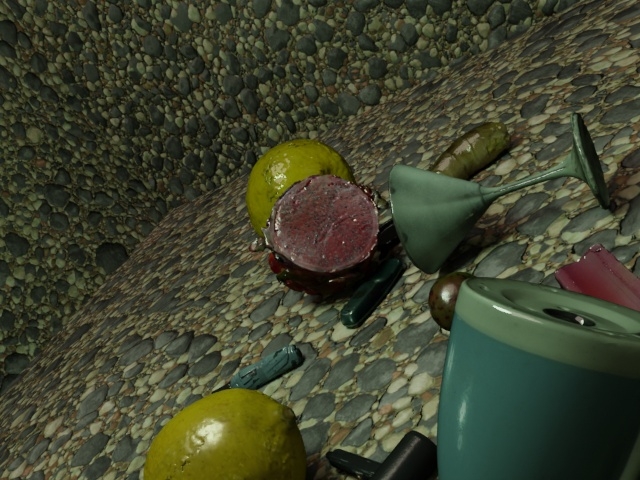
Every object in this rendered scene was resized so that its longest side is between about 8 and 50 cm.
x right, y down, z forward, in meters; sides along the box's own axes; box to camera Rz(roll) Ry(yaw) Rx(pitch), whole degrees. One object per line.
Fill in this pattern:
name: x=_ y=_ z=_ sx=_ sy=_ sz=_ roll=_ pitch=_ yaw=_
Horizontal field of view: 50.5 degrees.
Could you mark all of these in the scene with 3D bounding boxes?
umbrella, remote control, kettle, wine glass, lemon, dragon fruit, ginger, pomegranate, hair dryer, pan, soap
umbrella: x=-0.153 y=0.317 z=1.596 sx=0.250 sy=0.053 sz=0.052 roll=-29 pitch=21 yaw=14
remote control: x=0.122 y=0.121 z=1.616 sx=0.072 sy=0.042 sz=0.222 roll=-6 pitch=35 yaw=50
kettle: x=0.270 y=0.246 z=0.755 sx=0.247 sy=0.342 sz=0.319 roll=5 pitch=10 yaw=-39
wine glass: x=0.379 y=-0.101 z=1.444 sx=0.406 sy=0.267 sz=0.267 roll=-17 pitch=26 yaw=28
lemon: x=-0.061 y=-0.125 z=2.052 sx=0.350 sy=0.350 sz=0.387 roll=-46 pitch=4 yaw=-29
dragon fruit: x=0.000 y=0.000 z=1.752 sx=0.263 sy=0.314 sz=0.296 roll=87 pitch=-164 yaw=-67
lemon: x=-0.154 y=0.384 z=1.141 sx=0.310 sy=0.258 sz=0.258 roll=-46 pitch=18 yaw=8
ginger: x=0.407 y=-0.233 z=1.884 sx=0.263 sy=0.116 sz=0.109 roll=-41 pitch=-21 yaw=-1
pomegranate: x=0.263 y=0.123 z=1.282 sx=0.130 sy=0.130 sz=0.130 roll=-31 pitch=20 yaw=13
hair dryer: x=0.082 y=0.361 z=1.114 sx=0.128 sy=0.070 sz=0.255 roll=-43 pitch=17 yaw=-23
pan: x=0.184 y=0.000 z=1.814 sx=0.136 sy=0.028 sz=0.235 roll=-27 pitch=18 yaw=25
soap: x=0.433 y=0.119 z=0.940 sx=0.099 sy=0.162 sz=0.250 roll=-32 pitch=19 yaw=10
